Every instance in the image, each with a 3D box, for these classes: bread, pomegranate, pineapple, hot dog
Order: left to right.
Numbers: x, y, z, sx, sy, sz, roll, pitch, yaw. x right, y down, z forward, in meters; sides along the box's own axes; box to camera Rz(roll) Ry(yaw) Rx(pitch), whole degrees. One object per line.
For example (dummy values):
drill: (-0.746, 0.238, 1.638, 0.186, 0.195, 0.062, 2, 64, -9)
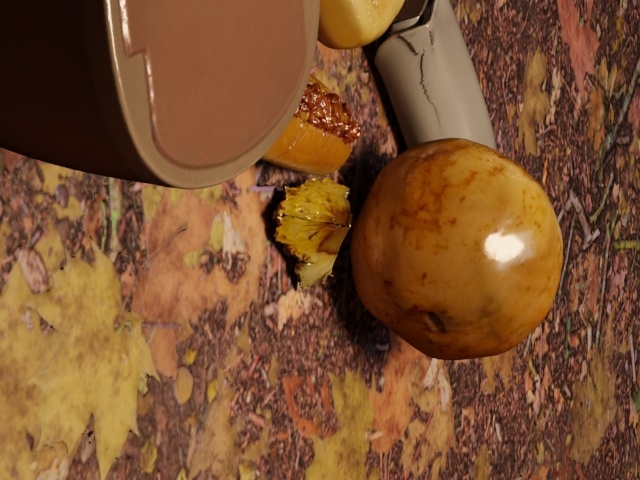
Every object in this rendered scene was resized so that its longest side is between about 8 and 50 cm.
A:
hot dog: (-0.027, -0.118, 1.500, 0.249, 0.076, 0.102, 22, 67, -61)
pineapple: (0.000, 0.000, 1.584, 0.114, 0.077, 0.114, -35, 137, -52)
bread: (0.009, -0.292, 1.532, 0.147, 0.098, 0.217, -53, 136, -45)
pomegranate: (0.147, 0.008, 1.701, 0.248, 0.248, 0.248, -12, 104, -62)

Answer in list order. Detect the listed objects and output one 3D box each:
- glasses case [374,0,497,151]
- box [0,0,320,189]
glasses case: (0.134, -0.156, 1.809, 0.128, 0.083, 0.308, -69, 148, -41)
box: (-0.152, -0.188, 1.097, 0.301, 0.216, 0.301, -18, 110, -60)
